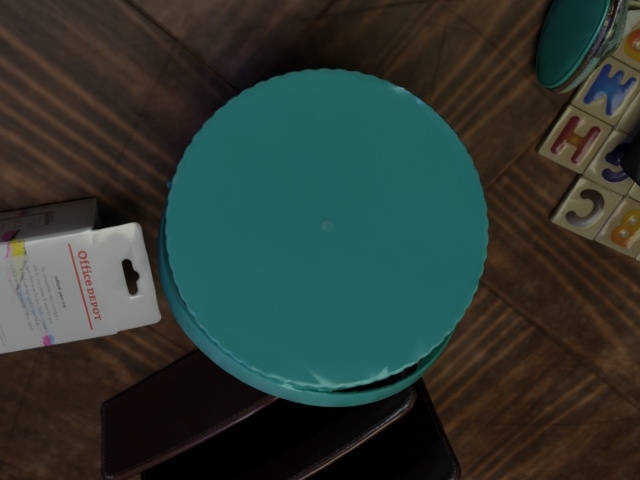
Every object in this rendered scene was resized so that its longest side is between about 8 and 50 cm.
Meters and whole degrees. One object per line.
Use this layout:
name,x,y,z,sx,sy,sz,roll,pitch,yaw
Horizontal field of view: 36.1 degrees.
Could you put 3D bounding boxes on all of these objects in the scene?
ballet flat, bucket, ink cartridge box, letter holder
ballet flat,0.255,-0.233,0.862,0.079,0.077,0.221,-7,121,-30
bucket,0.000,0.000,0.803,0.281,0.183,0.281,0,84,-3
ink cartridge box,-0.253,0.032,0.903,0.198,0.067,0.115,-9,120,-5
letter holder,-0.046,0.199,0.950,0.302,0.214,0.152,-30,120,6

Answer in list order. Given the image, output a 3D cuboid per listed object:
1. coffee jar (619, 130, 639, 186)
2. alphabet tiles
coffee jar,0.386,-0.063,0.958,0.184,0.079,0.096,24,111,-22
alphabet tiles,0.388,-0.128,0.975,0.285,0.011,0.342,22,112,-22
